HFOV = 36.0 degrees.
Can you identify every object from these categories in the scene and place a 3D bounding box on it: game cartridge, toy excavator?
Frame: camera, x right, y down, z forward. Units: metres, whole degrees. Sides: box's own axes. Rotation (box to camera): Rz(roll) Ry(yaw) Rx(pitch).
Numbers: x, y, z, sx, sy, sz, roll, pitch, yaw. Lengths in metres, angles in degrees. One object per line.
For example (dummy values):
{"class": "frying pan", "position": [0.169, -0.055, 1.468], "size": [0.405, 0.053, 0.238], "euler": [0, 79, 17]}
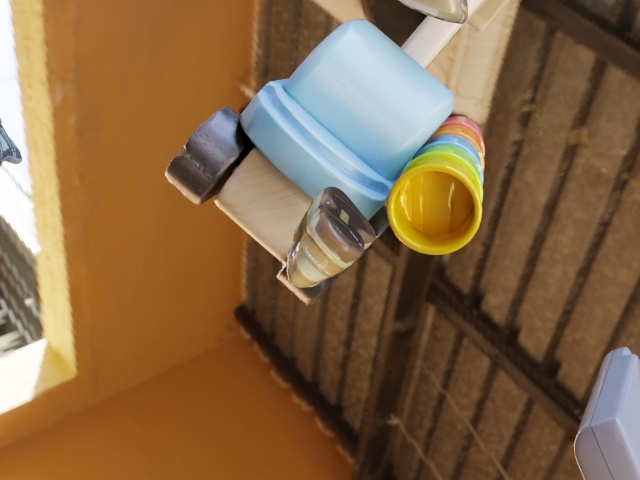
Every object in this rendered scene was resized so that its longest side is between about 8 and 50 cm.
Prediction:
{"class": "game cartridge", "position": [0.322, 0.262, 0.885], "size": [0.062, 0.198, 0.297], "euler": [-27, -86, 33]}
{"class": "toy excavator", "position": [0.087, -0.185, 1.170], "size": [0.222, 0.433, 0.445], "euler": [43, -72, 2]}

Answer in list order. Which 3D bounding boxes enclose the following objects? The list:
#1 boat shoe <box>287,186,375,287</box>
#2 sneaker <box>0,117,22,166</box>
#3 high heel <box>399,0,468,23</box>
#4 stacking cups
{"class": "boat shoe", "position": [0.000, 0.000, 0.879], "size": [0.068, 0.072, 0.190], "euler": [47, 12, 1]}
{"class": "sneaker", "position": [-0.294, -0.010, 0.740], "size": [0.104, 0.262, 0.125], "euler": [-6, -40, 28]}
{"class": "high heel", "position": [0.133, -0.338, 1.149], "size": [0.093, 0.186, 0.261], "euler": [-47, -117, 30]}
{"class": "stacking cups", "position": [0.137, -0.081, 1.114], "size": [0.096, 0.316, 0.096], "euler": [3, -70, 9]}
